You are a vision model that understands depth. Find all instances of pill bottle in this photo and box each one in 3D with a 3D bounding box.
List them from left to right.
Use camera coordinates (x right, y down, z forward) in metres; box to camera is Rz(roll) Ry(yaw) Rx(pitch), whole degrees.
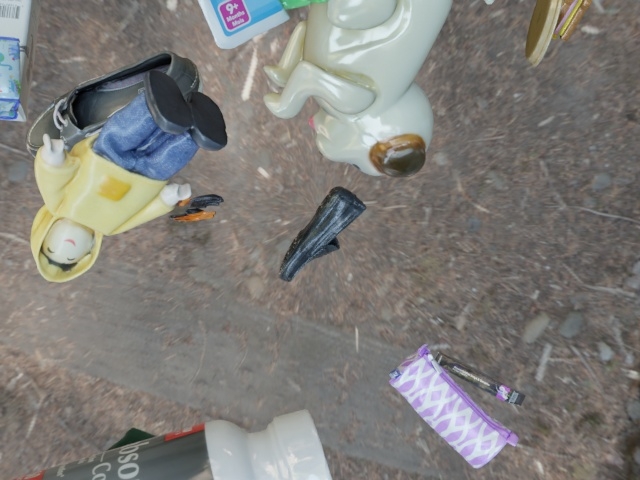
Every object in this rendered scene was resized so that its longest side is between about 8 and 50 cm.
[{"bbox_3d":[-0.164,0.322,1.024,0.363,0.210,0.210,-16,92,-6],"label":"pill bottle"}]

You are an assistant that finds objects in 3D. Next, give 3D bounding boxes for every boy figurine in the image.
[{"bbox_3d":[-0.235,-0.062,0.995,0.285,0.177,0.092,-39,48,25],"label":"boy figurine"}]

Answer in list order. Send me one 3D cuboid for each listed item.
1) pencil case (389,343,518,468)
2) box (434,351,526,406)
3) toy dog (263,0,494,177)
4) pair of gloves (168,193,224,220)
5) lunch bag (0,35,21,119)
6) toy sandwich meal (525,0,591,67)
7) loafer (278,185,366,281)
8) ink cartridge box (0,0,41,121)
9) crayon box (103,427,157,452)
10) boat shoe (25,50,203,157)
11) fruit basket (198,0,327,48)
[{"bbox_3d":[0.199,0.249,1.391,0.206,0.086,0.088,45,121,1],"label":"pencil case"},{"bbox_3d":[0.301,0.262,1.730,0.162,0.116,0.029,25,88,26],"label":"box"},{"bbox_3d":[0.085,-0.309,1.553,0.395,0.284,0.408,-11,121,-12],"label":"toy dog"},{"bbox_3d":[-0.191,-0.050,1.405,0.074,0.083,0.010,-6,68,-27],"label":"pair of gloves"},{"bbox_3d":[-0.602,-0.284,1.588,0.151,0.096,0.128,0,71,-24],"label":"lunch bag"},{"bbox_3d":[0.191,-0.178,0.735,0.029,0.085,0.085,14,92,-1],"label":"toy sandwich meal"},{"bbox_3d":[0.000,0.000,1.721,0.078,0.076,0.223,34,112,-11],"label":"loafer"},{"bbox_3d":[-0.671,-0.382,1.799,0.197,0.114,0.272,4,74,-7],"label":"ink cartridge box"},{"bbox_3d":[-0.265,0.459,1.311,0.081,0.202,0.318,7,122,40],"label":"crayon box"},{"bbox_3d":[-0.361,-0.233,1.523,0.335,0.095,0.112,-20,68,11],"label":"boat shoe"},{"bbox_3d":[-0.020,-0.383,0.744,0.327,0.165,0.353,-36,122,-29],"label":"fruit basket"}]
